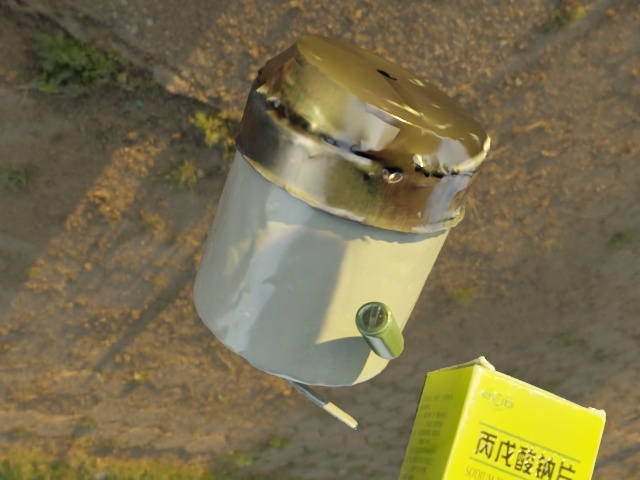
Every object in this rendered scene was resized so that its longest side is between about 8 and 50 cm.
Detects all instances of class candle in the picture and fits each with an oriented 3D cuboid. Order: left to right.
[{"bbox_3d":[0.000,0.000,0.829,0.221,0.221,0.343,4,122,-32],"label":"candle"}]

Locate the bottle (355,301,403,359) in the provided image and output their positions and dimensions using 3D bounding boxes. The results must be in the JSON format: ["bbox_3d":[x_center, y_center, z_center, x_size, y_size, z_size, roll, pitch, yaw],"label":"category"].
[{"bbox_3d":[0.051,0.077,0.732,0.030,0.030,0.083,-19,154,6],"label":"bottle"}]

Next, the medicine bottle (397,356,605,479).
[{"bbox_3d":[0.139,0.246,0.793,0.137,0.250,0.141,21,165,-6],"label":"medicine bottle"}]
